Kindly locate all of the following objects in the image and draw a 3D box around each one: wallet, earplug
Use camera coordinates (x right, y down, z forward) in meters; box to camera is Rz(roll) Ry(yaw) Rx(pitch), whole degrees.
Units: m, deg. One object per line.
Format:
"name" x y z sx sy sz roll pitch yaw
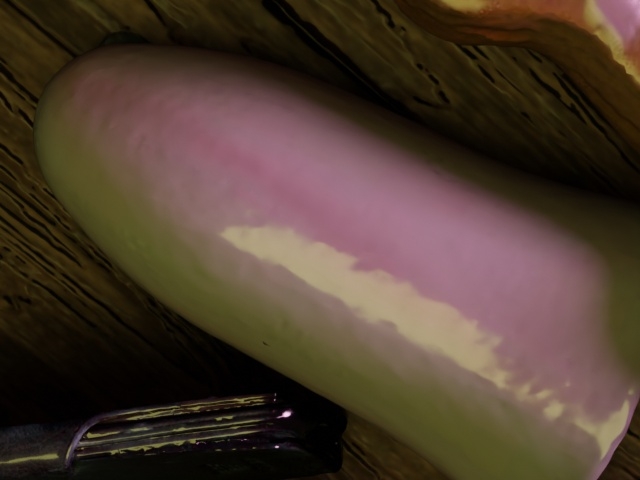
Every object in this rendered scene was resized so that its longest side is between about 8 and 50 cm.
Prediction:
"wallet" -0.150 0.117 0.678 0.318 0.172 0.045 -5 79 8
"earplug" 0.000 0.000 0.609 0.301 0.172 0.172 26 115 1

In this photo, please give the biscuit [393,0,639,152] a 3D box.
"biscuit" 0.246 -0.056 0.524 0.283 0.064 0.432 -44 98 -13
